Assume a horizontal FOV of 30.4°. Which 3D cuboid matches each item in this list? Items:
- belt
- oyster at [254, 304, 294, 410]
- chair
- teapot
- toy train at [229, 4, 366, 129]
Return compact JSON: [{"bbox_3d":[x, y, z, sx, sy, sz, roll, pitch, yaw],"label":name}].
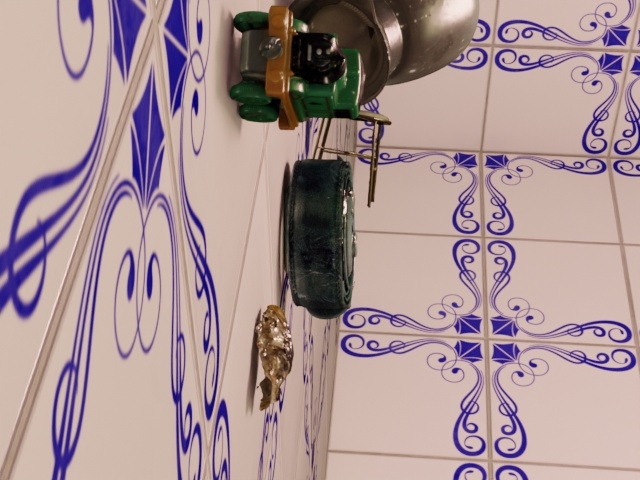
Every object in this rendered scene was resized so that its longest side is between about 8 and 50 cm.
[{"bbox_3d":[0.000,0.000,1.861,0.206,0.116,0.267,-65,155,-73],"label":"belt"},{"bbox_3d":[-0.060,0.147,1.530,0.103,0.051,0.148,103,-18,-66],"label":"oyster"},{"bbox_3d":[0.050,-0.234,2.210,0.160,0.170,0.325,-31,130,-83],"label":"chair"},{"bbox_3d":[0.044,-0.302,1.711,0.285,0.305,0.223,-40,111,-43],"label":"teapot"},{"bbox_3d":[-0.020,-0.174,1.215,0.227,0.136,0.091,84,9,-83],"label":"toy train"}]
